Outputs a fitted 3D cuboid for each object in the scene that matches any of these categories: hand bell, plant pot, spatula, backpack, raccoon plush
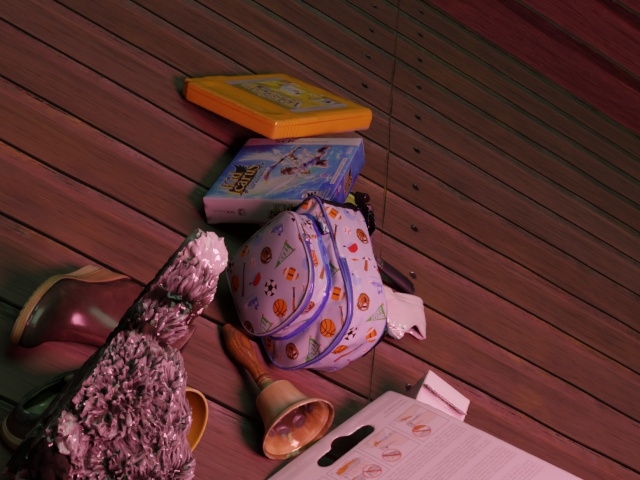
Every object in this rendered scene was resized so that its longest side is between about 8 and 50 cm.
[{"bbox_3d":[-0.096,0.220,1.598,0.126,0.126,0.242,2,35,-42],"label":"hand bell"},{"bbox_3d":[-0.239,0.247,1.399,0.095,0.134,0.134,27,24,34],"label":"plant pot"},{"bbox_3d":[0.113,0.032,1.956,0.296,0.030,0.084,45,41,-46],"label":"spatula"},{"bbox_3d":[-0.015,0.084,1.676,0.213,0.276,0.263,0,57,-45],"label":"backpack"},{"bbox_3d":[-0.164,0.240,1.234,0.299,0.446,0.216,40,-9,-11],"label":"raccoon plush"}]

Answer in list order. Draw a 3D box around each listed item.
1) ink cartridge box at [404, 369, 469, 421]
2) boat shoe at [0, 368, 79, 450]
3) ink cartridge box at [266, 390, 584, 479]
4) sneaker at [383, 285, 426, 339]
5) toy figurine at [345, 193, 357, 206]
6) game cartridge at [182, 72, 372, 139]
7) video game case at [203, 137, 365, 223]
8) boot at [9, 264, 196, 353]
[{"bbox_3d":[0.180,0.300,1.693,0.092,0.143,0.090,38,34,-2],"label":"ink cartridge box"},{"bbox_3d":[-0.336,0.217,1.373,0.080,0.073,0.223,46,34,14],"label":"boat shoe"},{"bbox_3d":[0.147,0.388,1.461,0.385,0.091,0.308,19,38,42],"label":"ink cartridge box"},{"bbox_3d":[0.125,0.144,1.897,0.212,0.080,0.094,11,54,-36],"label":"sneaker"},{"bbox_3d":[0.000,0.000,1.927,0.173,0.130,0.159,6,53,-19],"label":"toy figurine"},{"bbox_3d":[-0.093,-0.292,2.127,0.285,0.052,0.324,27,24,32],"label":"game cartridge"},{"bbox_3d":[-0.063,-0.118,1.914,0.244,0.061,0.269,1,30,17],"label":"video game case"},{"bbox_3d":[-0.311,0.128,1.469,0.207,0.090,0.248,31,26,7],"label":"boot"}]
